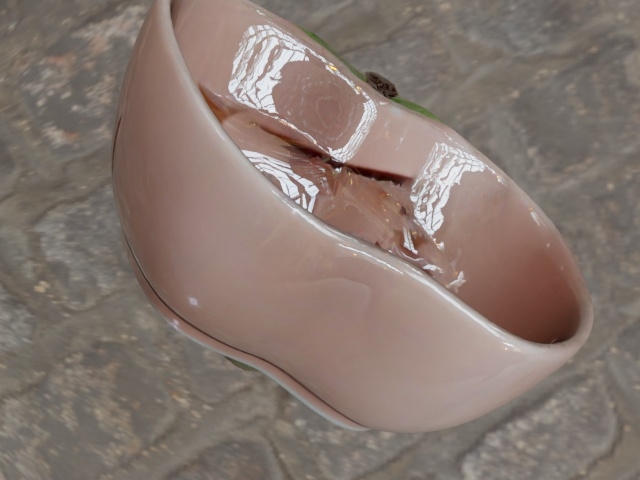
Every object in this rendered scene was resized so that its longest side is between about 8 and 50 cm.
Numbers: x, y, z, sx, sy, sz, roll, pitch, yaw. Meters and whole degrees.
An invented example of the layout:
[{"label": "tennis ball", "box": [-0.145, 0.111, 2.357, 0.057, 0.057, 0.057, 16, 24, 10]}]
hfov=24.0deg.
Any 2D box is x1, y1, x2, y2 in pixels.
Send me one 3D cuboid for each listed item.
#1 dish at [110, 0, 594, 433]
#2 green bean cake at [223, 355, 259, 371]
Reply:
[{"label": "dish", "box": [0.000, 0.000, 0.581, 0.213, 0.213, 0.090, 32, 111, -17]}, {"label": "green bean cake", "box": [-0.031, -0.013, 1.164, 0.181, 0.094, 0.173, -30, 102, 20]}]
